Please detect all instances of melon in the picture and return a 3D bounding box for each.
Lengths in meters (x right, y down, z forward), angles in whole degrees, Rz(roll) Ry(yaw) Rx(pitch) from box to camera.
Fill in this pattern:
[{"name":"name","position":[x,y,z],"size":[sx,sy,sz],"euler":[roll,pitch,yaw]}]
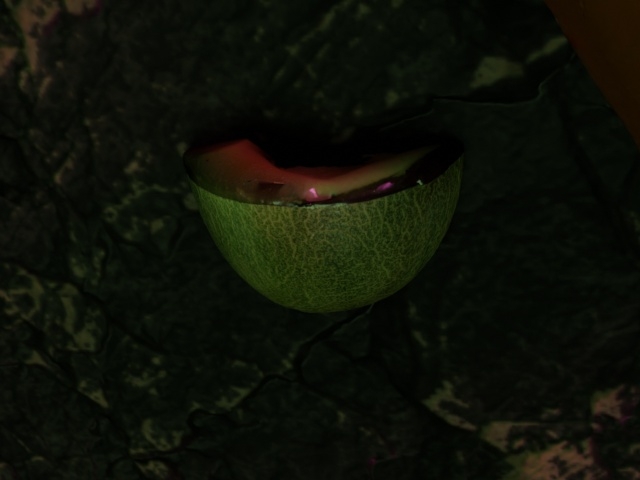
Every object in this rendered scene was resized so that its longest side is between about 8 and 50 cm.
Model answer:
[{"name":"melon","position":[0.000,0.000,0.771],"size":[0.160,0.079,0.128],"euler":[-1,126,14]}]

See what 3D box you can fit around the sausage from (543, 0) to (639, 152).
[{"name":"sausage","position":[0.135,-0.143,0.616],"size":[0.097,0.094,0.348],"euler":[-26,117,25]}]
